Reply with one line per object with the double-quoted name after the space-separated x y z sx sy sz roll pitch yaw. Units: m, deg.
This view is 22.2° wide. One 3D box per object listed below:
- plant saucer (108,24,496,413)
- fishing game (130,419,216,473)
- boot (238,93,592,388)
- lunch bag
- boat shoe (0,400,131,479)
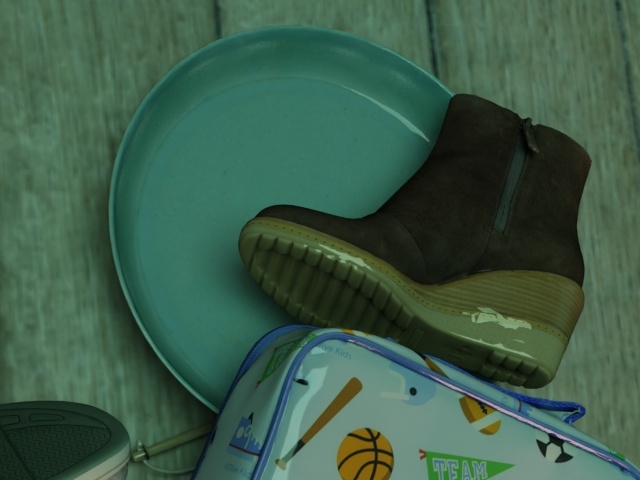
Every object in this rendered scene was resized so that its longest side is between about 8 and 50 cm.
0.000 0.000 1.159 0.317 0.043 0.318 7 70 -20 "plant saucer"
-0.022 0.236 1.095 0.189 0.041 0.264 -19 81 -25 "fishing game"
0.073 -0.020 1.142 0.248 0.090 0.207 22 53 -13 "boot"
0.065 0.193 1.051 0.303 0.115 0.243 27 75 -20 "lunch bag"
-0.257 0.201 0.995 0.320 0.118 0.103 -29 128 -27 "boat shoe"
